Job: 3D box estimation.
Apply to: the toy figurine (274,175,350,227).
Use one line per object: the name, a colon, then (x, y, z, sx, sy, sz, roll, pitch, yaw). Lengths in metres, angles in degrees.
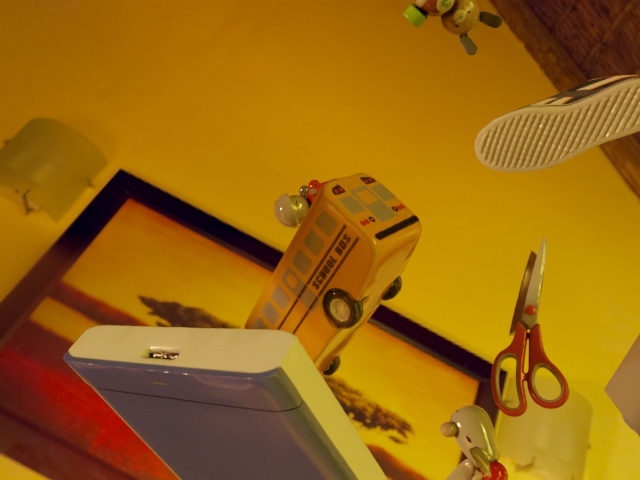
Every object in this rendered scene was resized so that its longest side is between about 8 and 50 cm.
toy figurine: (0.000, 0.000, 0.991, 0.209, 0.148, 0.213, -164, -124, -79)

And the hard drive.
hard drive: (-0.040, 0.193, 0.453, 0.210, 0.040, 0.318, -5, -53, 34)

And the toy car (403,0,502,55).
toy car: (0.310, -0.516, 1.267, 0.188, 0.149, 0.155, 40, -64, -7)

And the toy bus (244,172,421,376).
toy bus: (-0.001, 0.082, 0.730, 0.130, 0.108, 0.332, 45, -51, 17)

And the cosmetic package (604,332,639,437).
cosmetic package: (0.431, 0.121, 0.606, 0.107, 0.127, 0.238, 14, -66, -6)

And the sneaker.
sneaker: (0.457, -0.216, 1.050, 0.321, 0.127, 0.126, -13, -73, 25)

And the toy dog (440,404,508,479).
toy dog: (0.239, 0.427, 0.864, 0.161, 0.333, 0.220, 5, -68, -17)

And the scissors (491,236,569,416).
scissors: (0.321, 0.127, 0.885, 0.109, 0.297, 0.021, -8, -30, 23)

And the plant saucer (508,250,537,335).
plant saucer: (0.391, 0.103, 1.055, 0.029, 0.168, 0.168, 14, -38, 21)
